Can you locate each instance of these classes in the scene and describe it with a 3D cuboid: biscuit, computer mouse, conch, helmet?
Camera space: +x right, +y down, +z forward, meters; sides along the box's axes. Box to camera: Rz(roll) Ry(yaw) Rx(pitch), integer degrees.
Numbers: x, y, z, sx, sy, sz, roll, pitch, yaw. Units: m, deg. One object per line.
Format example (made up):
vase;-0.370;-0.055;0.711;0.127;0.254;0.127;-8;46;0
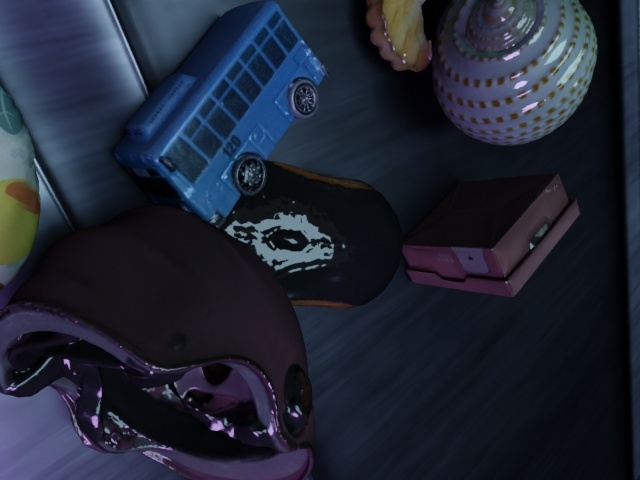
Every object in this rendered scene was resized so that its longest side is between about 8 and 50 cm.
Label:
biscuit;0.106;-0.340;0.750;0.118;0.061;0.183;-2;99;-39
computer mouse;0.004;0.001;0.701;0.323;0.116;0.183;6;92;-41
conch;0.277;-0.282;0.805;0.319;0.215;0.303;71;22;-72
helmet;-0.136;0.105;0.527;0.338;0.270;0.197;49;38;-37

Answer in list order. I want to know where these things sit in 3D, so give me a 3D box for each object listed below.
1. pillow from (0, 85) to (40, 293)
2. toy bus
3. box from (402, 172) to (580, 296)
pillow;-0.352;-0.032;0.415;0.233;0.086;0.214;-2;90;-38
toy bus;-0.110;-0.136;0.572;0.133;0.116;0.234;46;68;-39
box;0.270;-0.017;0.861;0.215;0.215;0.086;-42;113;-25
